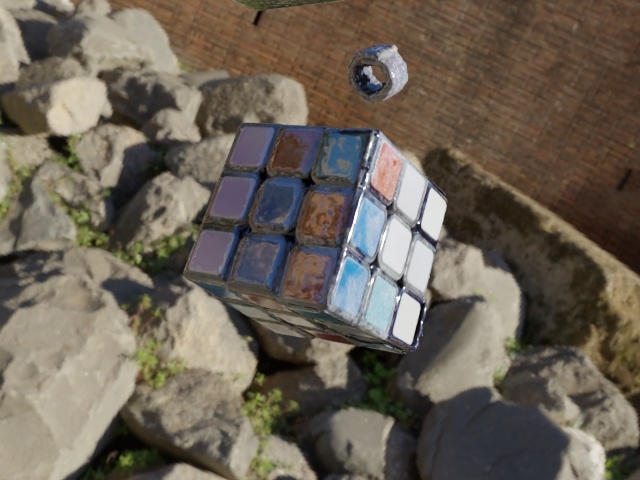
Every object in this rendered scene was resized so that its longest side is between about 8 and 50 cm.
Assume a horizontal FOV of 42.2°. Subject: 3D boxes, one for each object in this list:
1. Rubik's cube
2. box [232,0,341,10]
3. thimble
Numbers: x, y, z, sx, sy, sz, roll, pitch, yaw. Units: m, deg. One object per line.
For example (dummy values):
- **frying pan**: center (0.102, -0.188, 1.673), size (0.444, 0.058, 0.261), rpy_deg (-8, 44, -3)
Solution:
- **Rubik's cube**: center (0.000, 0.000, 1.627), size (0.358, 0.362, 0.363), rpy_deg (8, -15, 37)
- **box**: center (-0.024, -0.488, 1.315), size (0.343, 0.177, 0.352), rpy_deg (-1, 2, 23)
- **thimble**: center (0.151, -0.444, 2.198), size (0.150, 0.150, 0.097), rpy_deg (32, 42, 23)
